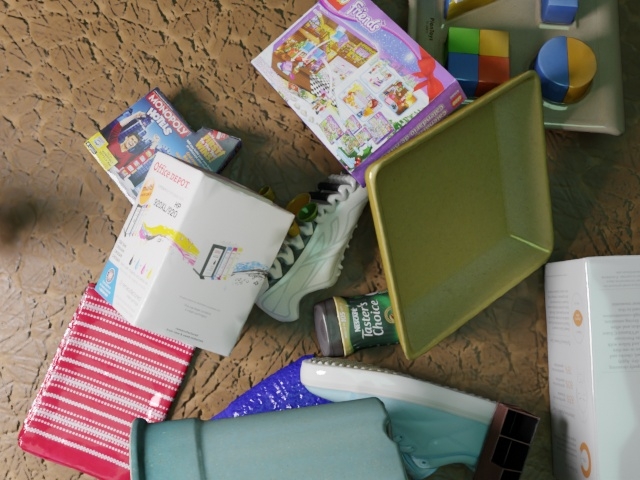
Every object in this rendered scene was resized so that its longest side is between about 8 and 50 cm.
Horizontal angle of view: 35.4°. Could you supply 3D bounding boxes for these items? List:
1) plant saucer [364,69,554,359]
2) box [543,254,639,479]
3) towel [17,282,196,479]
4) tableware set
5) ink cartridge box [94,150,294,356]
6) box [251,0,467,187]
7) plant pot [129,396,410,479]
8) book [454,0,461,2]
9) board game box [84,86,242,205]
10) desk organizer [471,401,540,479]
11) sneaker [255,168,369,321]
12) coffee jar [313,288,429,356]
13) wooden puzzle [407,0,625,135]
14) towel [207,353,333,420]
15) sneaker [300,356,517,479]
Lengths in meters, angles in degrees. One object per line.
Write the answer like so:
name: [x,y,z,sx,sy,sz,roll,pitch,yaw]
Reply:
plant saucer: [0.195,-0.045,1.461,0.332,0.081,0.333,-32,128,-27]
box: [0.450,0.198,1.501,0.168,0.215,0.346,-2,87,-4]
towel: [-0.326,0.227,1.547,0.198,0.031,0.275,24,85,-2]
tableware set: [-0.063,-0.044,1.526,0.104,0.154,0.024,-44,122,-3]
ink cartridge box: [-0.185,0.016,1.456,0.168,0.171,0.233,24,92,-34]
box: [0.051,-0.241,1.500,0.201,0.057,0.293,-41,56,3]
plant pot: [-0.052,0.367,1.338,0.334,0.341,0.341,-13,87,-5]
book: [0.252,-0.427,1.539,0.144,0.035,0.096,-22,71,-13]
board game box: [-0.229,-0.131,1.561,0.194,0.060,0.194,-38,89,-6]
desk organizer: [0.272,0.309,1.469,0.047,0.050,0.130,17,92,-34]
sneaker: [0.000,0.000,1.554,0.118,0.110,0.292,45,85,-16]
coffee jar: [0.083,0.123,1.553,0.184,0.079,0.096,-11,87,-4]
wooden puzzle: [0.308,-0.328,1.550,0.347,0.080,0.322,6,67,-4]
towel: [-0.081,0.345,1.530,0.308,0.076,0.228,-33,90,-5]
sneaker: [0.132,0.279,1.500,0.365,0.135,0.150,18,84,-11]
